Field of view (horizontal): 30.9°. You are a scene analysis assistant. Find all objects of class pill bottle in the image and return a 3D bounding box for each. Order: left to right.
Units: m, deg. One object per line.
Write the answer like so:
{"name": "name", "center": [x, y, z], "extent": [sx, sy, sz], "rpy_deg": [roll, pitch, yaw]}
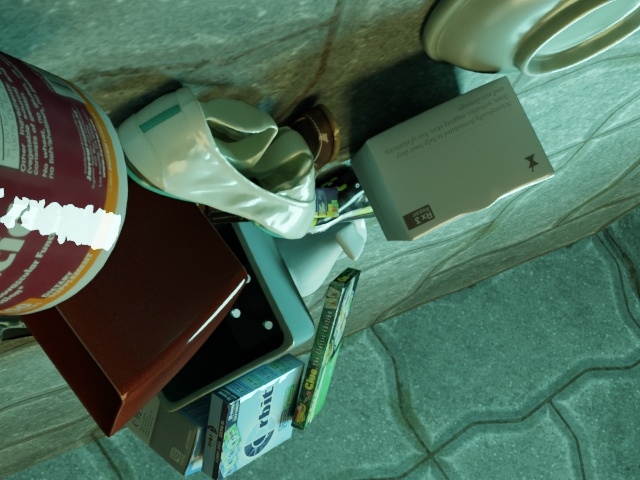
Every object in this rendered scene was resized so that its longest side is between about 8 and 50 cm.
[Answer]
{"name": "pill bottle", "center": [-0.325, -0.058, 0.859], "extent": [0.224, 0.224, 0.392], "rpy_deg": [-28, 168, 13]}

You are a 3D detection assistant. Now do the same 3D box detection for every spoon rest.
{"name": "spoon rest", "center": [-0.017, 0.026, 2.019], "extent": [0.276, 0.137, 0.084], "rpy_deg": [-21, -163, 49]}

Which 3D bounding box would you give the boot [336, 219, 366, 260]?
{"name": "boot", "center": [0.000, 0.000, 2.090], "extent": [0.123, 0.095, 0.258], "rpy_deg": [-24, 166, -15]}

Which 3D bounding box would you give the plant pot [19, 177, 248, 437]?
{"name": "plant pot", "center": [-0.250, 0.064, 1.516], "extent": [0.236, 0.267, 0.267], "rpy_deg": [-34, 172, -23]}

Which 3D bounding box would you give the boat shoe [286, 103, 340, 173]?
{"name": "boat shoe", "center": [-0.028, -0.119, 1.570], "extent": [0.073, 0.073, 0.207], "rpy_deg": [-23, 168, -18]}

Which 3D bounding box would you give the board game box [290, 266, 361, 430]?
{"name": "board game box", "center": [0.010, 0.180, 1.952], "extent": [0.136, 0.030, 0.259], "rpy_deg": [-41, 147, -74]}

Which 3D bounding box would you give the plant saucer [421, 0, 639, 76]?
{"name": "plant saucer", "center": [0.325, -0.301, 1.449], "extent": [0.400, 0.100, 0.400], "rpy_deg": [-24, 169, -5]}

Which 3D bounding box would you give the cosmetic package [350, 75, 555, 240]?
{"name": "cosmetic package", "center": [0.175, -0.106, 1.676], "extent": [0.217, 0.156, 0.385], "rpy_deg": [-25, 179, -3]}

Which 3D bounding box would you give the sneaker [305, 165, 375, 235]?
{"name": "sneaker", "center": [0.025, -0.082, 1.896], "extent": [0.235, 0.084, 0.097], "rpy_deg": [-17, 136, -30]}

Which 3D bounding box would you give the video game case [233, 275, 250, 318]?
{"name": "video game case", "center": [-0.280, 0.159, 2.345], "extent": [0.329, 0.036, 0.300], "rpy_deg": [-20, 167, -27]}

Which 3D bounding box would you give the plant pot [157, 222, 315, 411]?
{"name": "plant pot", "center": [-0.148, 0.107, 1.893], "extent": [0.248, 0.247, 0.252], "rpy_deg": [-29, 170, 18]}

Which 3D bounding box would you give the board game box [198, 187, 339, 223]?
{"name": "board game box", "center": [-0.074, -0.052, 1.703], "extent": [0.141, 0.048, 0.170], "rpy_deg": [-4, 180, 29]}

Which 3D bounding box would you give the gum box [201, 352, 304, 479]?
{"name": "gum box", "center": [-0.109, 0.286, 1.881], "extent": [0.184, 0.041, 0.157], "rpy_deg": [-25, 134, -47]}

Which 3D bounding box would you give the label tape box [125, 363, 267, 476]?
{"name": "label tape box", "center": [-0.249, 0.243, 2.028], "extent": [0.249, 0.348, 0.115], "rpy_deg": [-13, 126, -48]}

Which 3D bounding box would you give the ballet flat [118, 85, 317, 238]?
{"name": "ballet flat", "center": [-0.084, -0.092, 1.403], "extent": [0.139, 0.139, 0.400], "rpy_deg": [-30, 158, 21]}

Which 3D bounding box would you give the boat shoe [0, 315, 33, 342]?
{"name": "boat shoe", "center": [-0.494, 0.129, 1.689], "extent": [0.219, 0.070, 0.078], "rpy_deg": [-14, 164, -43]}
